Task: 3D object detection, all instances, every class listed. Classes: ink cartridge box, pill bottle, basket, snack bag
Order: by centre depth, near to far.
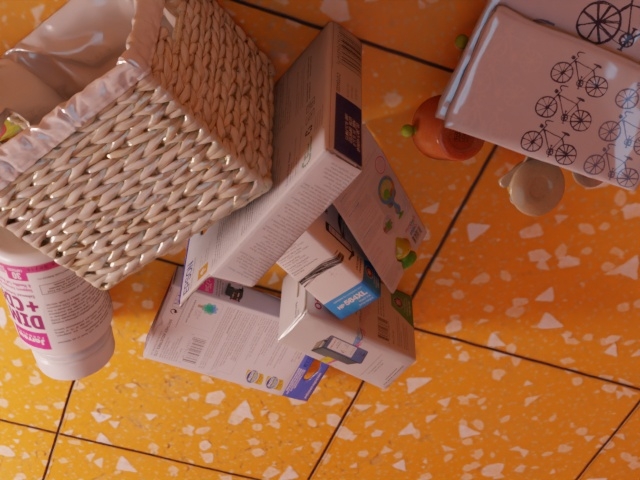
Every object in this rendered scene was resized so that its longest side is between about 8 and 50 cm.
[{"bbox_3d":[-0.261,-0.161,1.456,0.331,0.328,0.266,-30,125,23],"label":"basket"},{"bbox_3d":[0.366,-0.263,1.483,0.323,0.037,0.342,18,109,-15],"label":"snack bag"},{"bbox_3d":[-0.064,-0.097,1.503,0.071,0.324,0.330,30,124,-21],"label":"ink cartridge box"},{"bbox_3d":[0.000,0.000,1.698,0.086,0.148,0.203,-31,124,26],"label":"ink cartridge box"},{"bbox_3d":[-0.424,0.082,1.765,0.160,0.160,0.283,-3,130,4],"label":"pill bottle"},{"bbox_3d":[0.043,0.128,1.799,0.212,0.154,0.093,27,127,-21],"label":"ink cartridge box"},{"bbox_3d":[-0.132,0.167,1.896,0.311,0.065,0.186,19,128,-12],"label":"ink cartridge box"}]

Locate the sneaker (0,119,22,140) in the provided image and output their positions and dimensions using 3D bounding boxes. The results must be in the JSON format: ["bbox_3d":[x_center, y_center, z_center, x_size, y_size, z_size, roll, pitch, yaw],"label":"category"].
[{"bbox_3d":[-0.537,-0.168,1.594,0.208,0.094,0.081,-9,115,6],"label":"sneaker"}]

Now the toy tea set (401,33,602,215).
[{"bbox_3d":[0.285,-0.157,1.612,0.336,0.124,0.200,33,94,-20],"label":"toy tea set"}]

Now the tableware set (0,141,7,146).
[{"bbox_3d":[-0.530,-0.113,1.697,0.141,0.020,0.169,13,128,-10],"label":"tableware set"}]

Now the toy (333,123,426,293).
[{"bbox_3d":[0.074,-0.046,1.690,0.056,0.137,0.237,-2,135,43],"label":"toy"}]
